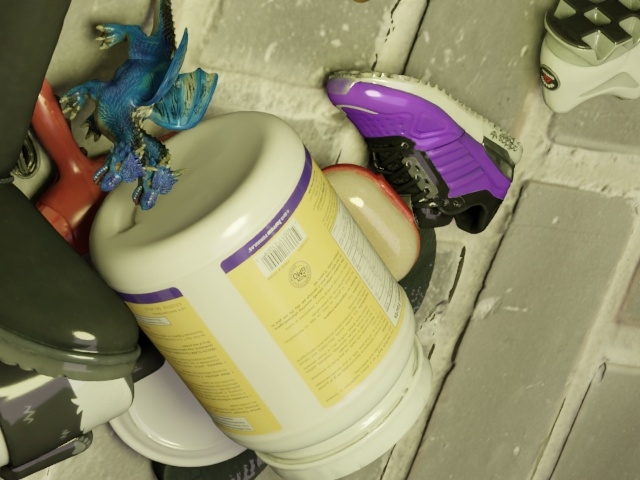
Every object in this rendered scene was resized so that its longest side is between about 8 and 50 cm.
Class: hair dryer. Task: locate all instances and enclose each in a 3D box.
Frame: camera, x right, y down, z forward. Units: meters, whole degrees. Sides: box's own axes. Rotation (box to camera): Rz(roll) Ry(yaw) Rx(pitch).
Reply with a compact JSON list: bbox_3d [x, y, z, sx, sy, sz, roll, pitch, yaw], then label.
[{"bbox_3d":[-0.257,-0.087,1.921,0.293,0.080,0.224,5,110,-37],"label":"hair dryer"}]

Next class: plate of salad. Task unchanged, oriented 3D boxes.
[{"bbox_3d":[-0.145,0.161,2.115,0.200,0.048,0.200,-1,114,-2],"label":"plate of salad"}]

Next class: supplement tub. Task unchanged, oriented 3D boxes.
[{"bbox_3d":[-0.052,0.061,1.911,0.241,0.241,0.331,-40,120,-9],"label":"supplement tub"}]

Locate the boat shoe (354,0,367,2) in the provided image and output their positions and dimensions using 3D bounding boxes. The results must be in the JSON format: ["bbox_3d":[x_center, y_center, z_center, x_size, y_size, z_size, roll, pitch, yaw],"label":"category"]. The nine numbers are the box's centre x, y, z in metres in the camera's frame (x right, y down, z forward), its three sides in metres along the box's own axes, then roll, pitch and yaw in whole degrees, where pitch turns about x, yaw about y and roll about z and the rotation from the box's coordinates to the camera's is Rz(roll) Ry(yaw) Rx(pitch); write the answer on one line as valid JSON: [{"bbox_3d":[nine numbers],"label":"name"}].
[{"bbox_3d":[0.066,-0.319,2.033,0.050,0.045,0.135,37,95,-33],"label":"boat shoe"}]

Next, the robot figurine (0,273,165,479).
[{"bbox_3d":[-0.304,0.133,1.955,0.278,0.173,0.209,-26,89,-20],"label":"robot figurine"}]

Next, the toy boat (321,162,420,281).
[{"bbox_3d":[0.000,0.000,2.108,0.231,0.151,0.151,-34,107,22],"label":"toy boat"}]

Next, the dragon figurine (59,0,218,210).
[{"bbox_3d":[-0.158,-0.158,1.865,0.289,0.144,0.085,-61,144,-22],"label":"dragon figurine"}]

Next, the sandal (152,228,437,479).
[{"bbox_3d":[-0.003,0.152,2.204,0.446,0.107,0.167,-49,131,-1],"label":"sandal"}]

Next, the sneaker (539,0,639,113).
[{"bbox_3d":[0.388,-0.246,2.259,0.330,0.122,0.146,-21,143,-25],"label":"sneaker"}]

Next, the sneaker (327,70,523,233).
[{"bbox_3d":[0.112,-0.087,2.128,0.293,0.102,0.146,26,80,-40],"label":"sneaker"}]

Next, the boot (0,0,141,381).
[{"bbox_3d":[-0.268,-0.136,1.726,0.445,0.367,0.146,-69,165,15],"label":"boot"}]
